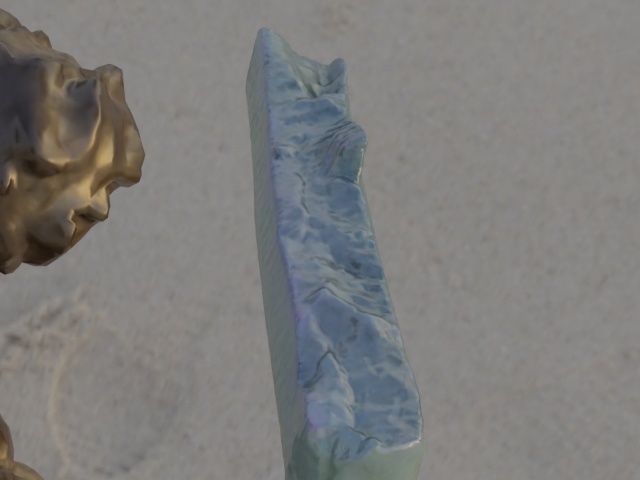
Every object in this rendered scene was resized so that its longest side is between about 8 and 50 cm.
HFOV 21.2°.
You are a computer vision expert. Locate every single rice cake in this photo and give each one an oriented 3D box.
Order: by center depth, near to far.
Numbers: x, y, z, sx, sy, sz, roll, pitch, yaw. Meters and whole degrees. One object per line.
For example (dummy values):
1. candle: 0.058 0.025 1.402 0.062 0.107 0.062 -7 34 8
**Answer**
1. rice cake: 0.000 0.000 0.431 0.030 0.042 0.180 6 35 -11

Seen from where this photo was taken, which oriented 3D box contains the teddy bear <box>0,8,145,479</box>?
1. teddy bear: -0.140 0.033 0.325 0.246 0.222 0.296 -26 74 -12
